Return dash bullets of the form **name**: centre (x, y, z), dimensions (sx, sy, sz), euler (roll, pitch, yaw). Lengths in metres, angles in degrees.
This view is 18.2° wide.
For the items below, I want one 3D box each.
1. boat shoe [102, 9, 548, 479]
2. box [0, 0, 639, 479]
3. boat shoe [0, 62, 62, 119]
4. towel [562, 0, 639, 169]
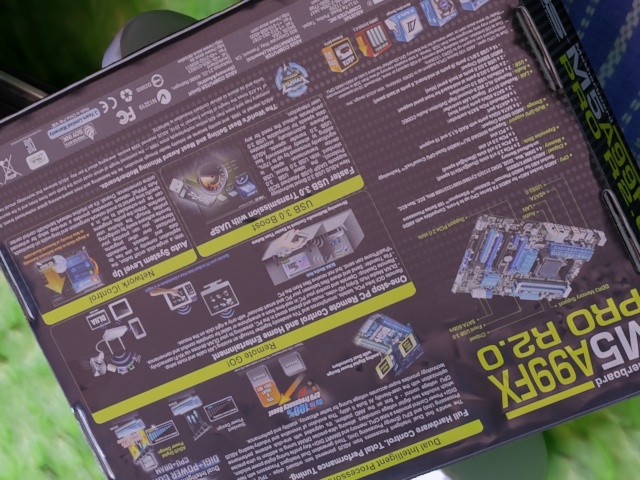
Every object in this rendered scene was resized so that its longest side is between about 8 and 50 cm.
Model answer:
- **boat shoe**: centre (-0.017, 0.027, 0.972), dimensions (0.301, 0.108, 0.102), euler (50, 129, 2)
- **box**: centre (0.000, 0.000, 0.857), dimensions (0.270, 0.060, 0.216), euler (-24, 97, 22)
- **boat shoe**: centre (-0.236, -0.083, 1.110), dimensions (0.302, 0.091, 0.114), euler (29, 168, 26)
- **towel**: centre (0.111, -0.159, 0.832), dimensions (0.336, 0.040, 0.243), euler (35, 125, 23)
